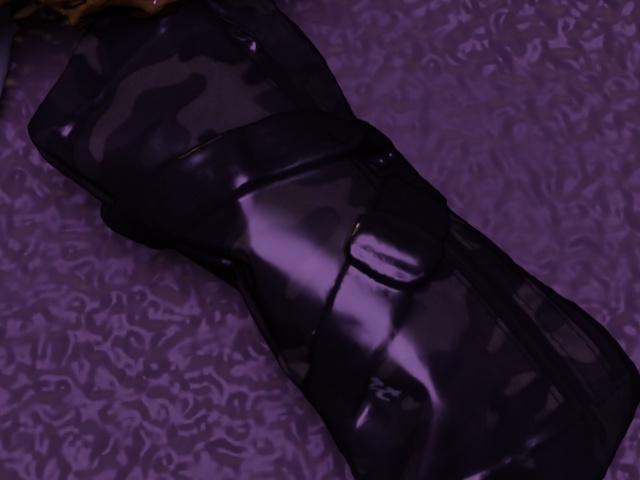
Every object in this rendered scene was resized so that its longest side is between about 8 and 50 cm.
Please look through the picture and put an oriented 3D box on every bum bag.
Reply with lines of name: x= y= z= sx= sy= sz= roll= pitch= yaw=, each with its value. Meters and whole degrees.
bum bag: x=0.000 y=0.000 z=0.660 sx=0.144 sy=0.095 sz=0.340 roll=-38 pitch=79 yaw=-25

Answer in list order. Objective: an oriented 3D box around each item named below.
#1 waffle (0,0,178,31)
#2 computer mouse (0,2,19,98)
waffle: x=-0.123 y=-0.205 z=0.690 sx=0.280 sy=0.060 sz=0.262 roll=33 pitch=75 yaw=18
computer mouse: x=-0.268 y=-0.104 z=0.699 sx=0.231 sy=0.079 sz=0.128 roll=-6 pitch=78 yaw=-5
